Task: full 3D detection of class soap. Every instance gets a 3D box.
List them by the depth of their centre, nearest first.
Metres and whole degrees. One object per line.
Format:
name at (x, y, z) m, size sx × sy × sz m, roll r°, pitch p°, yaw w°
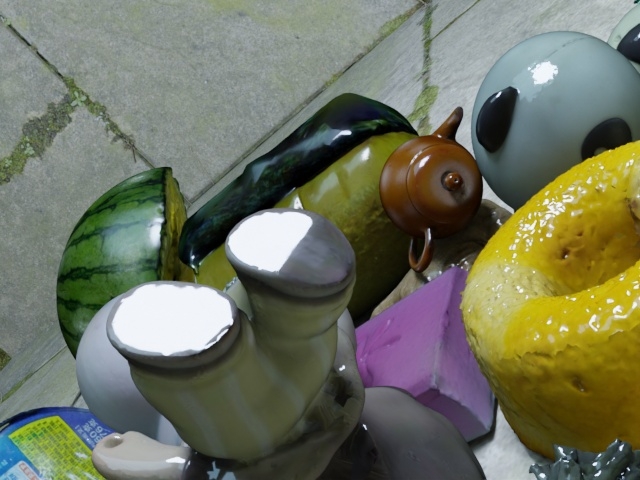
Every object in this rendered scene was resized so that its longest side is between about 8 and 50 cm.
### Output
soap at (0.049, 0.153, 0.889) m, size 0.259 × 0.081 × 0.181 m, roll -35°, pitch 18°, yaw 31°

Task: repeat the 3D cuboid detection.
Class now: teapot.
teapot at (0.119, -0.051, 0.946) m, size 0.116 × 0.116 × 0.173 m, roll -179°, pitch 103°, yaw -69°

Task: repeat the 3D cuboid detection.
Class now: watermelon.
watermelon at (-0.263, 0.072, 1.239) m, size 0.190 × 0.330 × 0.331 m, roll -12°, pitch 16°, yaw -2°

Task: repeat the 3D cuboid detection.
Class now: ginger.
ginger at (0.126, 0.047, 0.992) m, size 0.213 × 0.074 × 0.137 m, roll -44°, pitch 1°, yaw -16°

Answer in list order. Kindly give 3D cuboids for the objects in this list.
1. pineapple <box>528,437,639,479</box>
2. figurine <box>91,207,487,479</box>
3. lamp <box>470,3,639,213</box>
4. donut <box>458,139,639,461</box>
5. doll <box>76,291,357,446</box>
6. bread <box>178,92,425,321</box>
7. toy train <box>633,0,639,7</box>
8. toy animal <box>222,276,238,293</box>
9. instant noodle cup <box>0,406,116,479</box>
pineapple at (0.131, 0.208, 0.515) m, size 0.125 × 0.125 × 0.251 m, roll -29°, pitch 11°, yaw 43°
figurine at (-0.004, 0.151, 0.572) m, size 0.203 × 0.380 × 0.248 m, roll 8°, pitch 46°, yaw 28°
lamp at (0.262, -0.125, 0.885) m, size 0.244 × 0.197 × 0.197 m, roll -36°, pitch 15°, yaw 1°
donut at (0.229, 0.029, 0.708) m, size 0.303 × 0.110 × 0.303 m, roll -39°, pitch 16°, yaw 14°
doll at (-0.098, 0.107, 0.799) m, size 0.251 × 0.221 × 0.221 m, roll -50°, pitch 12°, yaw 23°
bread at (0.000, 0.000, 1.148) m, size 0.377 × 0.251 × 0.208 m, roll -39°, pitch 48°, yaw 18°
toy train at (0.377, -0.226, 1.091) m, size 0.172 × 0.070 × 0.099 m, roll -40°, pitch 23°, yaw 11°
toy animal at (-0.105, 0.138, 0.962) m, size 0.225 × 0.121 × 0.094 m, roll -57°, pitch 4°, yaw -4°
instant noodle cup at (-0.298, 0.365, 0.928) m, size 0.312 × 0.284 × 0.284 m, roll -46°, pitch 13°, yaw 27°
